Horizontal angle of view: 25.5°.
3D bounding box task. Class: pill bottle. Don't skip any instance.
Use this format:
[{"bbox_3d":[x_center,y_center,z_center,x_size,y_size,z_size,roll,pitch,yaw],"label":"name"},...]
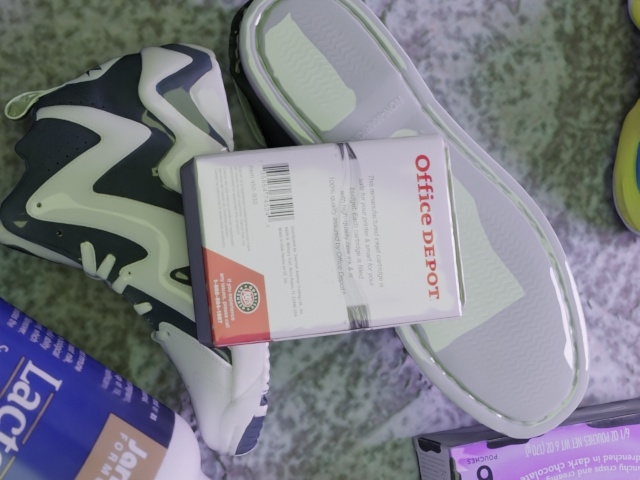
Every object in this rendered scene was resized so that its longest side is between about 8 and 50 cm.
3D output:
[{"bbox_3d":[-0.159,0.127,0.744,0.264,0.153,0.153,35,80,-12],"label":"pill bottle"}]

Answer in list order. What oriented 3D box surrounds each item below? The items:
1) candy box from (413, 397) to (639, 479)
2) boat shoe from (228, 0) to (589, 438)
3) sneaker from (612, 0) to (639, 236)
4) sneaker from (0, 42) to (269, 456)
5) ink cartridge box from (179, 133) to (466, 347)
[{"bbox_3d":[0.156,0.206,0.865,0.165,0.070,0.196,-8,90,-15],"label":"candy box"},{"bbox_3d":[0.052,-0.020,0.835,0.114,0.091,0.302,-31,95,-11],"label":"boat shoe"},{"bbox_3d":[0.251,-0.115,0.873,0.091,0.126,0.240,7,87,-15],"label":"sneaker"},{"bbox_3d":[-0.117,0.014,0.793,0.153,0.094,0.235,-9,97,-8],"label":"sneaker"},{"bbox_3d":[0.000,0.000,0.745,0.135,0.056,0.099,-5,88,-14],"label":"ink cartridge box"}]
